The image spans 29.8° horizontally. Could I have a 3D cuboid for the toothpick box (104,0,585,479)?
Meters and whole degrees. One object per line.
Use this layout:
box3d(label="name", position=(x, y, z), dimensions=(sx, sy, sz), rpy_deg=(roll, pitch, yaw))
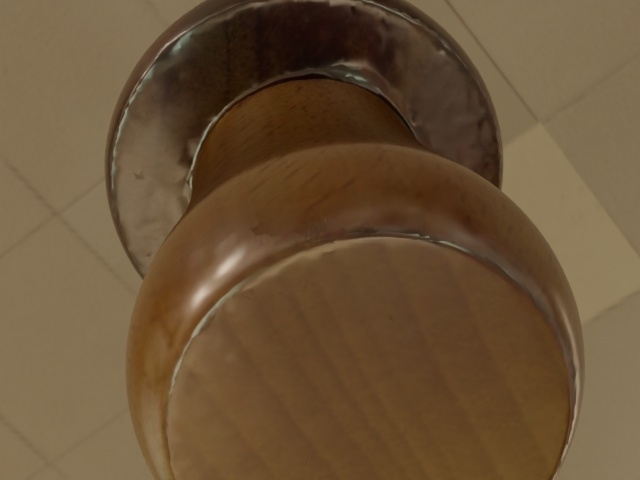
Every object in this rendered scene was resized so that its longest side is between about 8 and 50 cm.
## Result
box3d(label="toothpick box", position=(0.000, 0.000, 0.502), dimensions=(0.192, 0.294, 0.192), rpy_deg=(-2, 112, -4))
